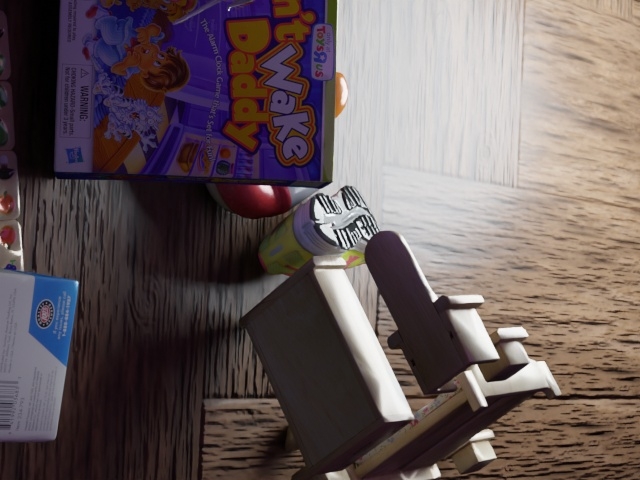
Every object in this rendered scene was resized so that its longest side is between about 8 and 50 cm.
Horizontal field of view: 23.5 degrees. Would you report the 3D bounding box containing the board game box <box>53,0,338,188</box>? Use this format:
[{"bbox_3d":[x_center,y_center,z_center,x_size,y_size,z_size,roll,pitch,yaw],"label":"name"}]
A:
[{"bbox_3d":[-0.103,-0.223,1.310,0.233,0.078,0.347,2,87,-8],"label":"board game box"}]

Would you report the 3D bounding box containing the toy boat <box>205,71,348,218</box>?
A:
[{"bbox_3d":[-0.039,-0.137,1.420,0.151,0.151,0.231,-37,116,-42],"label":"toy boat"}]

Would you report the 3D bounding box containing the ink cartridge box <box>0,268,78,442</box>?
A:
[{"bbox_3d":[-0.305,0.082,1.170,0.231,0.078,0.134,9,89,-48],"label":"ink cartridge box"}]

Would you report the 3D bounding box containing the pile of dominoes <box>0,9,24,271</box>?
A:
[{"bbox_3d":[-0.310,-0.077,1.202,0.196,0.040,0.251,-7,94,-48],"label":"pile of dominoes"}]

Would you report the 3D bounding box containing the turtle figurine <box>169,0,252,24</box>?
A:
[{"bbox_3d":[-0.088,-0.281,1.216,0.234,0.118,0.175,-49,113,-24],"label":"turtle figurine"}]

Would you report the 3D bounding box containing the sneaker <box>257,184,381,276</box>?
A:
[{"bbox_3d":[0.000,0.000,1.526,0.081,0.094,0.208,62,19,14],"label":"sneaker"}]

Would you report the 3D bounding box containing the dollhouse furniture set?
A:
[{"bbox_3d":[0.116,0.108,1.530,0.355,0.303,0.173,0,58,-49],"label":"dollhouse furniture set"}]
